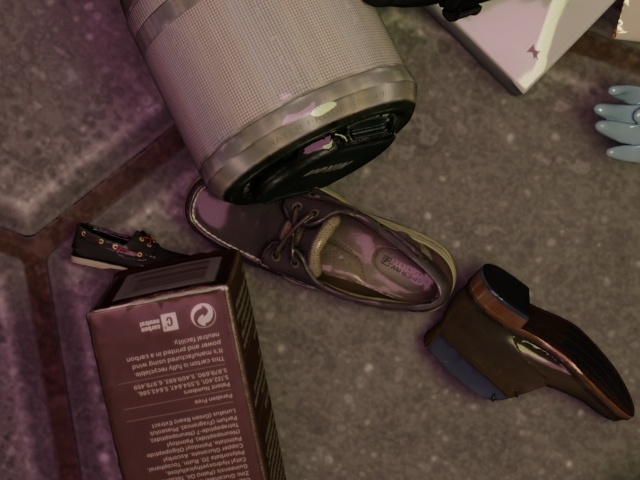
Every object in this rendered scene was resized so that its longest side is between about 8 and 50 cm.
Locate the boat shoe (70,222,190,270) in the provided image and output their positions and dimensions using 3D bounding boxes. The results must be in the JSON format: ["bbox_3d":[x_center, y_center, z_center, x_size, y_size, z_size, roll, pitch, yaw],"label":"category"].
[{"bbox_3d":[-0.184,0.012,1.816,0.133,0.049,0.042,11,100,5],"label":"boat shoe"}]

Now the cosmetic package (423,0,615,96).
[{"bbox_3d":[0.225,-0.372,1.774,0.284,0.097,0.377,45,92,0],"label":"cosmetic package"}]

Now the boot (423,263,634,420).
[{"bbox_3d":[0.208,0.125,1.818,0.219,0.082,0.106,42,117,-10],"label":"boot"}]

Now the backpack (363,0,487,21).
[{"bbox_3d":[0.179,-0.368,1.536,0.290,0.355,0.273,-12,83,-12],"label":"backpack"}]

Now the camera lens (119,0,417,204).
[{"bbox_3d":[-0.053,-0.186,1.710,0.219,0.219,0.274,-27,81,2],"label":"camera lens"}]

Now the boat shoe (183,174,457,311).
[{"bbox_3d":[0.000,0.000,1.792,0.285,0.092,0.102,22,94,1],"label":"boat shoe"}]

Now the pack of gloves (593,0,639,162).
[{"bbox_3d":[0.376,-0.161,1.790,0.232,0.046,0.195,11,102,-19],"label":"pack of gloves"}]

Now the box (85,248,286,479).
[{"bbox_3d":[-0.109,0.216,1.731,0.143,0.191,0.381,-12,99,3],"label":"box"}]
